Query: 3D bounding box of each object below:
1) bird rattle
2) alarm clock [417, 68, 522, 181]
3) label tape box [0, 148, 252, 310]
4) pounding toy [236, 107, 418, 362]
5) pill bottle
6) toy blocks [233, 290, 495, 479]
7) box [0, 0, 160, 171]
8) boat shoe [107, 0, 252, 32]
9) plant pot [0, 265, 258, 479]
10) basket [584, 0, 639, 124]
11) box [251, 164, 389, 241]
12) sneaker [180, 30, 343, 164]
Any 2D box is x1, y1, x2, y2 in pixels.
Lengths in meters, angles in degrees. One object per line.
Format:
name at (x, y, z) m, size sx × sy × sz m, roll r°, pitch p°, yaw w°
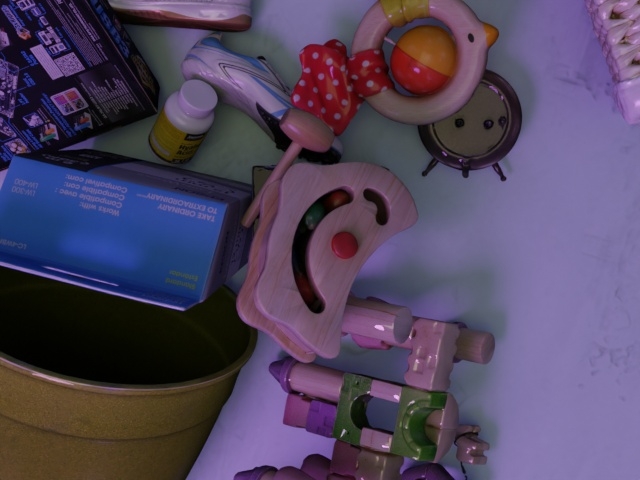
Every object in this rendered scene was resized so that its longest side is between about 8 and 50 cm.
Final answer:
bird rattle at (0.093, -0.226, 1.039) m, size 0.207 × 0.143 × 0.253 m, roll 34°, pitch 96°, yaw 14°
alarm clock at (0.188, -0.173, 1.092) m, size 0.129 × 0.064 × 0.192 m, roll 3°, pitch 94°, yaw 5°
label tape box at (-0.220, -0.027, 1.002) m, size 0.249 × 0.347 × 0.115 m, roll 13°, pitch 97°, yaw 4°
pounding toy at (0.000, 0.000, 0.949) m, size 0.154 × 0.155 × 0.269 m, roll 18°, pitch 72°, yaw -17°
pill bottle at (-0.173, -0.150, 1.098) m, size 0.065 × 0.065 × 0.116 m, roll 42°, pitch 140°, yaw 0°
toy blocks at (0.037, 0.207, 1.097) m, size 0.260 × 0.309 × 0.288 m, roll 8°, pitch 85°, yaw 37°
box at (-0.392, -0.229, 1.045) m, size 0.293 × 0.073 × 0.295 m, roll -18°, pitch 135°, yaw 12°
boat shoe at (-0.222, -0.326, 1.100) m, size 0.277 × 0.098 × 0.096 m, roll 5°, pitch 94°, yaw -2°
plant pot at (-0.300, 0.226, 1.063) m, size 0.366 × 0.366 × 0.353 m, roll 19°, pitch 109°, yaw 3°
basket at (0.425, -0.306, 0.896) m, size 0.328 × 0.331 × 0.266 m, roll -23°, pitch 92°, yaw 20°
box at (0.005, -0.048, 1.073) m, size 0.156 × 0.158 × 0.093 m, roll 1°, pitch 95°, yaw 6°
sneaker at (-0.064, -0.182, 1.107) m, size 0.237 × 0.085 × 0.086 m, roll 35°, pitch 71°, yaw -4°
